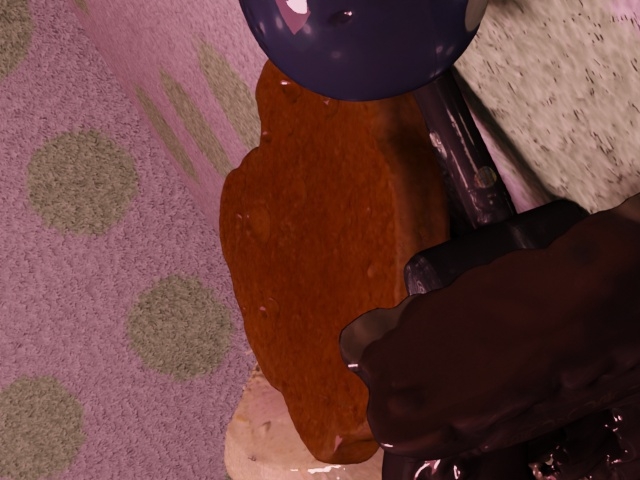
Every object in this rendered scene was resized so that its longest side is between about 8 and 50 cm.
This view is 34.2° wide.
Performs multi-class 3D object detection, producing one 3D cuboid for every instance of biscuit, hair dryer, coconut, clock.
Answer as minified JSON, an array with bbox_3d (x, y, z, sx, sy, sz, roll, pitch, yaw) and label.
[{"bbox_3d":[0.000,0.000,0.925,0.381,0.074,0.359,-149,63,-64],"label":"biscuit"},{"bbox_3d":[0.099,-0.042,0.732,0.071,0.124,0.219,106,145,-73],"label":"hair dryer"},{"bbox_3d":[0.065,0.201,1.079,0.297,0.297,0.255,43,172,50],"label":"coconut"},{"bbox_3d":[0.008,-0.175,0.624,0.243,0.146,0.200,53,167,57],"label":"clock"}]

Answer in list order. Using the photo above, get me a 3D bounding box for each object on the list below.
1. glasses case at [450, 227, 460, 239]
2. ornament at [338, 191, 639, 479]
[{"bbox_3d":[0.086,0.029,0.968,0.067,0.103,0.267,9,-154,-41],"label":"glasses case"},{"bbox_3d":[0.144,0.119,0.629,0.106,0.251,0.260,-113,0,-46],"label":"ornament"}]
